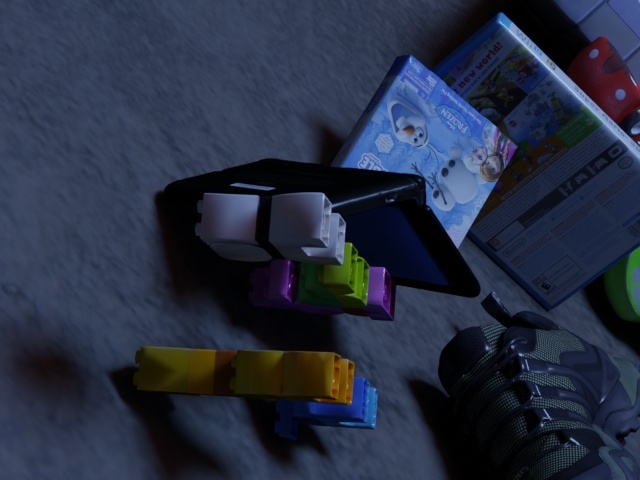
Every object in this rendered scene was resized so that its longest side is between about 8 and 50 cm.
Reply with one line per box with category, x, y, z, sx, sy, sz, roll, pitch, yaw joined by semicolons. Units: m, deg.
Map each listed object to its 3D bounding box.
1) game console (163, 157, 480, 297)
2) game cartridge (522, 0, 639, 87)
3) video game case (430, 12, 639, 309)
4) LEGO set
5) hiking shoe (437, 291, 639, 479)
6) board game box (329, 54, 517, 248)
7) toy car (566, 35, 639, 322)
game console;0.000;0.000;0.966;0.107;0.122;0.071;-16;106;-39
game cartridge;0.234;-0.121;1.399;0.230;0.068;0.355;52;7;-4
video game case;0.125;-0.045;1.182;0.166;0.119;0.015;42;33;-13
LEGO set;-0.028;0.040;0.872;0.227;0.093;0.087;51;43;-76
hiking shoe;0.103;0.103;1.017;0.114;0.086;0.227;34;21;-1
board game box;0.058;-0.045;1.131;0.090;0.090;0.020;38;-16;-22
toy car;0.188;-0.020;1.277;0.225;0.053;0.239;63;-5;-7
